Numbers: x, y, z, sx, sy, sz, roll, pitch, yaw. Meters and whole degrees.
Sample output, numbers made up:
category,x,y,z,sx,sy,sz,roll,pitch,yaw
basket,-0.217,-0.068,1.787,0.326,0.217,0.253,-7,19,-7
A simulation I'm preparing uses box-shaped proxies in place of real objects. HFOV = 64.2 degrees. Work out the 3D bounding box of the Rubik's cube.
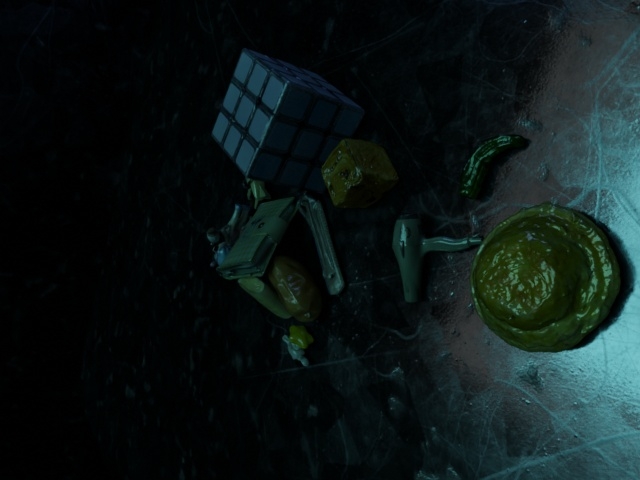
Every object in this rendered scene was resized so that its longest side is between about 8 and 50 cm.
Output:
category,x,y,z,sx,sy,sz,roll,pitch,yaw
Rubik's cube,-0.108,-0.358,1.546,0.303,0.305,0.301,49,122,39

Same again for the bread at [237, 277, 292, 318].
category,x,y,z,sx,sy,sz,roll,pitch,yaw
bread,-0.176,0.181,1.658,0.060,0.178,0.139,-52,40,-11

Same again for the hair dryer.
category,x,y,z,sx,sy,sz,roll,pitch,yaw
hair dryer,0.267,0.059,1.249,0.225,0.088,0.218,23,110,33

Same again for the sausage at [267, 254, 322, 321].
category,x,y,z,sx,sy,sz,roll,pitch,yaw
sausage,-0.078,0.148,1.586,0.120,0.136,0.241,-52,54,23

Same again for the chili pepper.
category,x,y,z,sx,sy,sz,roll,pitch,yaw
chili pepper,0.375,-0.175,1.151,0.182,0.050,0.073,-54,41,27

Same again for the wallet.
category,x,y,z,sx,sy,sz,roll,pitch,yaw
wallet,-0.200,-0.014,1.678,0.223,0.077,0.309,-15,38,48

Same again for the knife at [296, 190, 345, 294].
category,x,y,z,sx,sy,sz,roll,pitch,yaw
knife,0.005,0.000,1.574,0.089,0.043,0.365,-39,59,40

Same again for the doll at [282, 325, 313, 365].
category,x,y,z,sx,sy,sz,roll,pitch,yaw
doll,-0.072,0.336,1.607,0.113,0.072,0.135,-52,54,42

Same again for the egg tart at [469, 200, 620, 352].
category,x,y,z,sx,sy,sz,roll,pitch,yaw
egg tart,0.415,0.073,1.015,0.319,0.128,0.318,-12,74,50

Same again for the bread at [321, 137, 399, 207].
category,x,y,z,sx,sy,sz,roll,pitch,yaw
bread,0.104,-0.185,1.401,0.149,0.143,0.158,-41,56,46

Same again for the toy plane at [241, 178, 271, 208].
category,x,y,z,sx,sy,sz,roll,pitch,yaw
toy plane,-0.236,-0.245,1.850,0.229,0.092,0.244,-42,57,55

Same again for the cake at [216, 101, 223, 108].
category,x,y,z,sx,sy,sz,roll,pitch,yaw
cake,-0.270,-0.518,1.905,0.295,0.116,0.112,4,84,47

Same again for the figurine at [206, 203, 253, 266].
category,x,y,z,sx,sy,sz,roll,pitch,yaw
figurine,-0.334,-0.010,1.888,0.103,0.205,0.260,29,106,23
